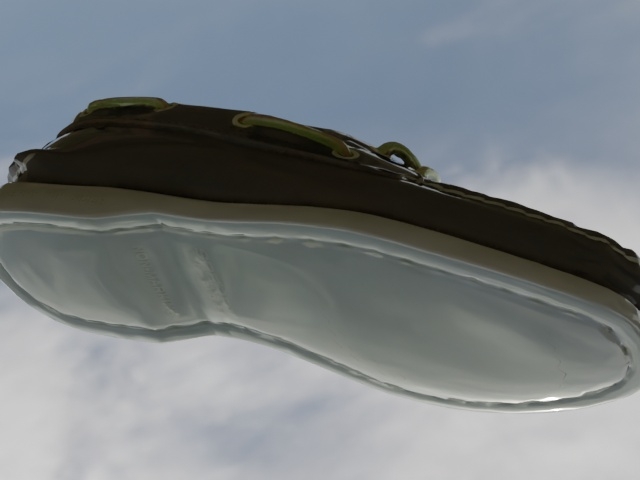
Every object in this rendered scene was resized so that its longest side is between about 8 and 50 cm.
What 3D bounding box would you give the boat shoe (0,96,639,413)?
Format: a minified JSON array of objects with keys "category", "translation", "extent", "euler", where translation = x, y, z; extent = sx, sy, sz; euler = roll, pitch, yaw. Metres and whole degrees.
[{"category":"boat shoe","translation":[-0.001,-0.003,0.699],"extent":[0.305,0.109,0.091],"euler":[9,-130,26]}]
